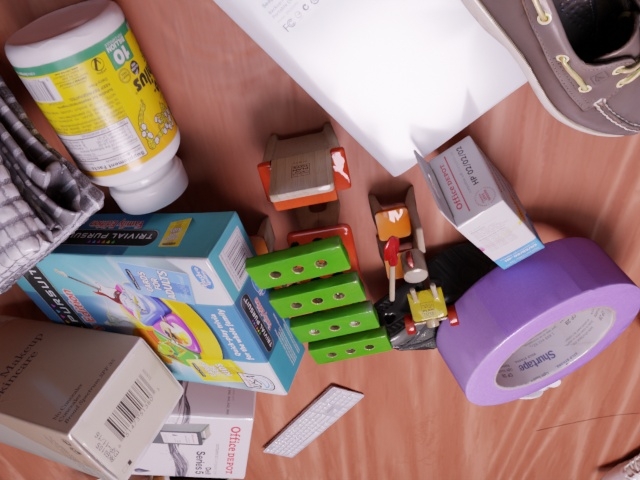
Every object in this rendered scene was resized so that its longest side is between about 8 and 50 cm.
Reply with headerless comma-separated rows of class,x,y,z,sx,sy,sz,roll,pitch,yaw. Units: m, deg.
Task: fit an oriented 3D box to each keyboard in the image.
keyboard,-0.018,0.357,1.100,0.072,0.014,0.256,26,125,-22

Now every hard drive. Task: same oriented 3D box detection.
hard drive,0.058,-0.230,0.587,0.210,0.040,0.319,-36,123,24

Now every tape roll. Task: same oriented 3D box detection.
tape roll,0.307,0.122,0.810,0.275,0.090,0.274,-17,141,-14

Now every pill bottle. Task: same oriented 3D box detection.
pill bottle,-0.222,-0.133,0.605,0.118,0.117,0.208,-13,129,8

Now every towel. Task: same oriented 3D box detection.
towel,-0.384,-0.056,0.593,0.284,0.121,0.235,-28,97,33

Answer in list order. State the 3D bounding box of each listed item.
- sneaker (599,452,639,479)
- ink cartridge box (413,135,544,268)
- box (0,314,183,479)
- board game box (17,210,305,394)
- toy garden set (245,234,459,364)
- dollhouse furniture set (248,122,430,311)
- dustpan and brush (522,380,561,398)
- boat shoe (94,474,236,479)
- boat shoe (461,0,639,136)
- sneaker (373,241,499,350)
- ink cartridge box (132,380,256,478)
sneaker,0.694,0.472,1.198,0.232,0.090,0.115,-28,120,9
ink cartridge box,0.191,-0.049,0.676,0.062,0.104,0.181,-33,142,24
box,-0.360,0.202,0.765,0.311,0.148,0.121,1,133,29
board game box,-0.218,0.082,0.739,0.336,0.079,0.253,0,134,25
toy garden set,0.052,0.060,0.694,0.204,0.049,0.244,-14,140,12
dollhouse furniture set,0.000,0.000,0.717,0.262,0.135,0.259,-11,130,6
dustpan and brush,0.345,0.229,0.978,0.211,0.060,0.147,12,129,-13
boat shoe,-0.321,0.497,1.149,0.303,0.113,0.103,2,130,-18
boat shoe,0.265,-0.200,0.560,0.324,0.097,0.116,32,90,-30
sneaker,0.179,0.088,0.843,0.228,0.087,0.130,-36,152,2
ink cartridge box,-0.253,0.308,0.979,0.273,0.114,0.198,6,130,-8
